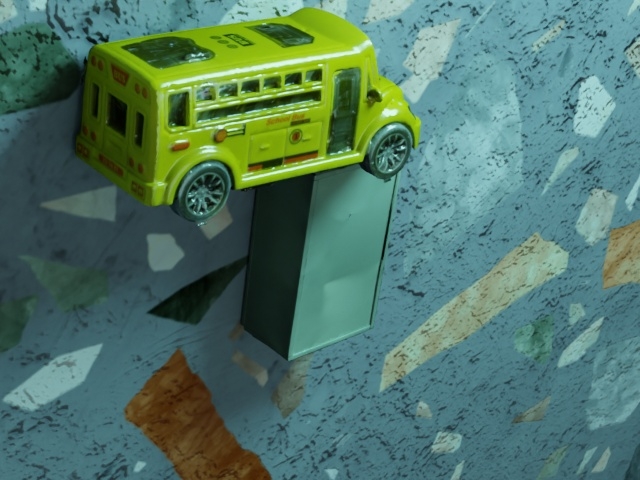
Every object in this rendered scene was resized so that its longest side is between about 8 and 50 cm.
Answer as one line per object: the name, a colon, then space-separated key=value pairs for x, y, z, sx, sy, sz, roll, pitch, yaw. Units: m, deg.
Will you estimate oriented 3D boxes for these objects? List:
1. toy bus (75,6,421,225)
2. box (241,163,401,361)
toy bus: x=-0.056 y=-0.129 z=1.346 sx=0.330 sy=0.144 sz=0.152 roll=-15 pitch=123 yaw=-37
box: x=0.000 y=0.000 z=1.537 sx=0.129 sy=0.086 sz=0.225 roll=-17 pitch=127 yaw=-39
